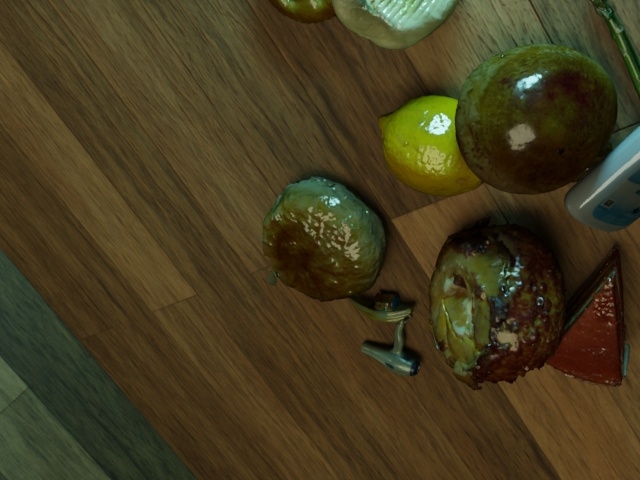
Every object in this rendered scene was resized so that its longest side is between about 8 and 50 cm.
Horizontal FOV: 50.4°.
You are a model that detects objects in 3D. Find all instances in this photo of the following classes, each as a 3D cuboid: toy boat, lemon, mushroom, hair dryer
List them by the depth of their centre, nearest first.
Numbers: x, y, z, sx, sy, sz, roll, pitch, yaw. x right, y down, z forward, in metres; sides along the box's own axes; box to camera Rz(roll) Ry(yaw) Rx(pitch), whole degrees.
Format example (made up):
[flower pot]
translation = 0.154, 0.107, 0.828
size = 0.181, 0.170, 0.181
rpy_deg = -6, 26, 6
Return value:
[mushroom]
translation = 0.383, -0.198, 1.157
size = 0.283, 0.263, 0.195
rpy_deg = 22, -177, -34
[lemon]
translation = 0.225, -0.179, 1.295
size = 0.257, 0.188, 0.188
rpy_deg = 25, 133, 15
[toy boat]
translation = 0.152, 0.162, 1.685
size = 0.172, 0.065, 0.066
rpy_deg = 4, 103, 33
[hair dryer]
translation = 0.169, 0.252, 1.756
size = 0.167, 0.067, 0.199
rpy_deg = 3, 114, 37

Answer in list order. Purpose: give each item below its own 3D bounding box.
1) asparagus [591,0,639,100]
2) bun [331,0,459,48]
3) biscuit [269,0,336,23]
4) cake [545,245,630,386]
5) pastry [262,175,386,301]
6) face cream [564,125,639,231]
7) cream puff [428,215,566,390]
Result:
[asparagus]
translation = 0.492, -0.330, 1.120
size = 0.236, 0.034, 0.027
rpy_deg = 56, 150, -13
[bun]
translation = 0.125, -0.443, 1.179
size = 0.229, 0.145, 0.229
rpy_deg = -1, 96, -7
[biscuit]
translation = -0.023, -0.519, 1.275
size = 0.220, 0.066, 0.220
rpy_deg = 18, 131, 22
[cake]
translation = 0.529, 0.144, 1.373
size = 0.160, 0.158, 0.262
rpy_deg = 0, 121, 30
[pastry]
translation = 0.000, 0.000, 1.603
size = 0.330, 0.136, 0.329
rpy_deg = 17, 130, 22
[face cream]
translation = 0.576, -0.145, 1.144
size = 0.163, 0.080, 0.336
rpy_deg = 12, 137, -30
[cream puff]
translation = 0.366, 0.120, 1.378
size = 0.229, 0.350, 0.350
rpy_deg = -1, 134, -18
